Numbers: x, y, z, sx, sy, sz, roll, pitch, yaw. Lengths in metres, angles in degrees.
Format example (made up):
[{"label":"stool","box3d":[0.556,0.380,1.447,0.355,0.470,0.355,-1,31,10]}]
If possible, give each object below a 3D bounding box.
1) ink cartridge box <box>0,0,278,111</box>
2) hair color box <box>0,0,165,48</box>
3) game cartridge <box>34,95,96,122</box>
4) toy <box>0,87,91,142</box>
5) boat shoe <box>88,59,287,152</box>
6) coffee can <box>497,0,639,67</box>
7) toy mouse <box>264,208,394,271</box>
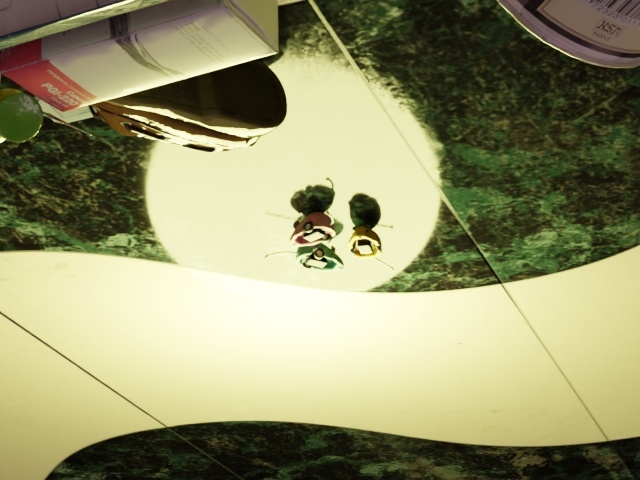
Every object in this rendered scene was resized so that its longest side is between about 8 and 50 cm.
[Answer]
[{"label":"ink cartridge box","box3d":[-0.147,-0.213,1.194,0.218,0.158,0.092,-13,155,25]},{"label":"hair color box","box3d":[-0.199,-0.244,1.068,0.347,0.174,0.105,-10,-173,30]},{"label":"game cartridge","box3d":[-0.249,-0.145,1.487,0.083,0.017,0.056,-11,154,20]},{"label":"toy","box3d":[-0.316,-0.119,1.310,0.137,0.056,0.237,21,178,-34]},{"label":"boat shoe","box3d":[-0.181,-0.146,1.380,0.307,0.111,0.104,21,145,-34]},{"label":"coffee can","box3d":[0.248,-0.278,0.988,0.201,0.201,0.275,14,144,-25]},{"label":"toy mouse","box3d":[0.000,0.000,1.751,0.143,0.031,0.161,-8,151,16]}]
